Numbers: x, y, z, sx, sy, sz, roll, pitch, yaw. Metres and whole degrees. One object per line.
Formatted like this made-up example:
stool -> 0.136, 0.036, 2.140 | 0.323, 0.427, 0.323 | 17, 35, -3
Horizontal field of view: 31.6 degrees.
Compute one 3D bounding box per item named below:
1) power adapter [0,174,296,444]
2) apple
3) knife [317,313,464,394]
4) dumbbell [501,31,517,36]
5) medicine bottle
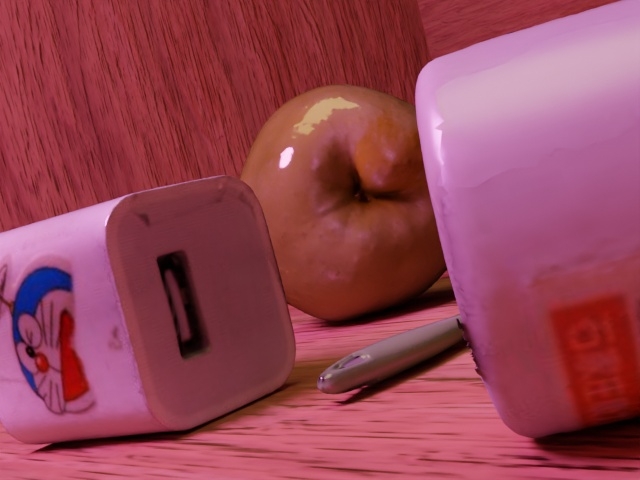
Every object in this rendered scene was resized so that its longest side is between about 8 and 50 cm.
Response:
power adapter -> -0.136, 0.048, 0.675 | 0.205, 0.130, 0.125 | -14, 2, 39
apple -> 0.021, -0.026, 0.897 | 0.200, 0.200, 0.200 | -15, 2, 1
knife -> 0.097, 0.044, 0.657 | 0.043, 0.020, 0.293 | -16, 0, 40
dumbbell -> 0.098, -0.063, 1.058 | 0.325, 0.160, 0.144 | -26, 20, 31
medicine bottle -> 0.167, -0.027, 0.375 | 0.252, 0.144, 0.144 | -17, 2, 13
